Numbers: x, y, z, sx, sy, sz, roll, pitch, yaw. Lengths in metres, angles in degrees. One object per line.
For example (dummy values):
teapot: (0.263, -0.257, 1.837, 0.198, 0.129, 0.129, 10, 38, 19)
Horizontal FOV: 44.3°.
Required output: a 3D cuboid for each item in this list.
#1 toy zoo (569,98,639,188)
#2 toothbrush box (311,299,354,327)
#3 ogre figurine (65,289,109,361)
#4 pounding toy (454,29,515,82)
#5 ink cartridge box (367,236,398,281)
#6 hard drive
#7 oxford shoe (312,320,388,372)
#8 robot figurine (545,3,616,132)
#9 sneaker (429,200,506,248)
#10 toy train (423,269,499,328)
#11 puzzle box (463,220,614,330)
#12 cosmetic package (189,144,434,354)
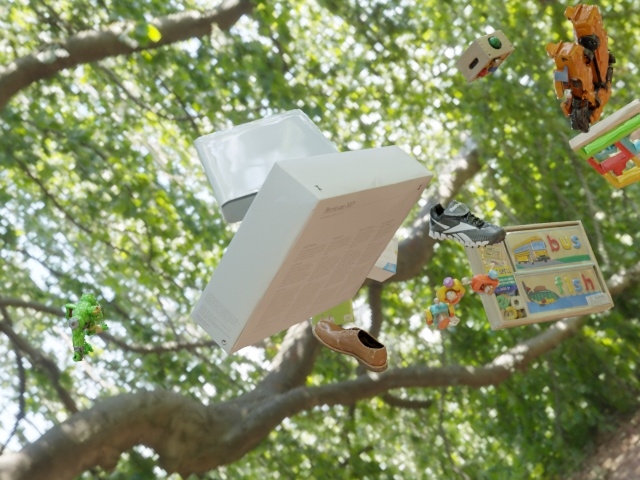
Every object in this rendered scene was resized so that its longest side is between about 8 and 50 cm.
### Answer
toy zoo: (0.791, -0.229, 2.001, 0.192, 0.030, 0.293, -33, -44, 31)
toothbrush box: (0.009, 0.063, 2.131, 0.122, 0.206, 0.283, -10, -56, -4)
ogre figurine: (-0.625, 0.219, 2.087, 0.197, 0.097, 0.118, -54, -32, -48)
pounding toy: (0.458, -0.497, 2.144, 0.130, 0.100, 0.141, -27, -11, -33)
ink cartridge box: (0.183, 0.041, 2.480, 0.090, 0.092, 0.143, -41, 36, 55)
hard drive: (-0.098, -0.149, 1.457, 0.233, 0.353, 0.047, -18, -61, -9)
oxford shoe: (0.072, 0.228, 1.849, 0.076, 0.212, 0.076, -34, -44, -43)
robot figurine: (0.589, -0.378, 1.767, 0.211, 0.085, 0.291, -59, -35, -15)
sneaker: (0.358, -0.046, 1.975, 0.078, 0.106, 0.234, -31, 26, -33)
toy train: (0.278, 0.125, 1.540, 0.125, 0.046, 0.166, 11, -51, -29)
puzzle box: (0.597, 0.086, 2.151, 0.409, 0.272, 0.052, -6, -22, -28)
cosmetic package: (0.000, 0.000, 1.228, 0.377, 0.097, 0.284, -17, -35, -58)
